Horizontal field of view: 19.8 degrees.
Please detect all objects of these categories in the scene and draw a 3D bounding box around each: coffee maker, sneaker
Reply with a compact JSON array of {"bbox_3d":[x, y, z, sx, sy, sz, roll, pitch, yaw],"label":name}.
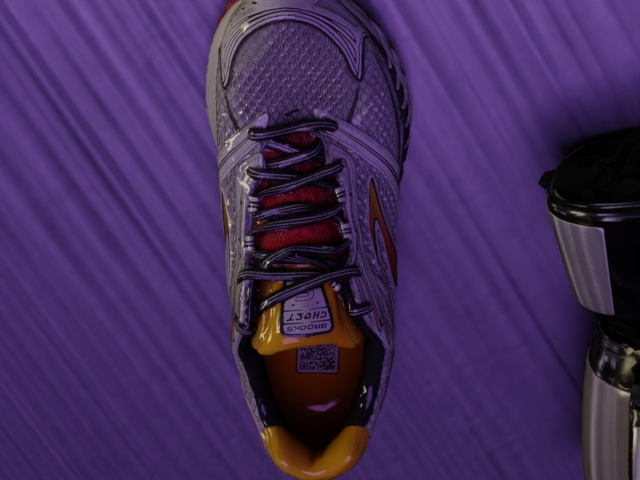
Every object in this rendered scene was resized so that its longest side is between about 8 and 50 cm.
[{"bbox_3d":[0.188,0.043,0.782,0.171,0.120,0.178,-9,116,-2],"label":"coffee maker"},{"bbox_3d":[0.000,0.000,0.772,0.088,0.092,0.225,-6,116,3],"label":"sneaker"}]
